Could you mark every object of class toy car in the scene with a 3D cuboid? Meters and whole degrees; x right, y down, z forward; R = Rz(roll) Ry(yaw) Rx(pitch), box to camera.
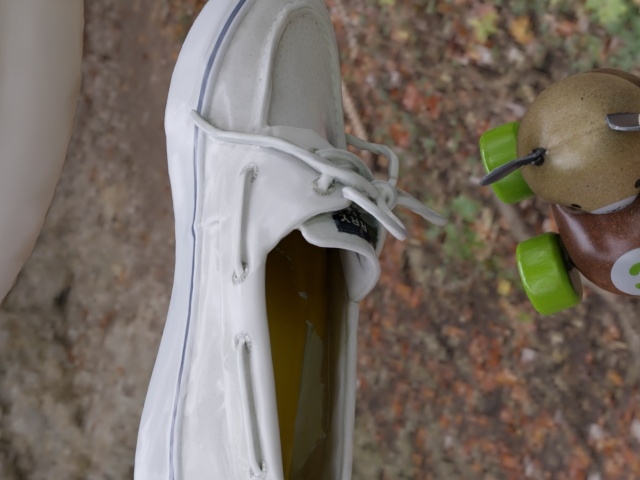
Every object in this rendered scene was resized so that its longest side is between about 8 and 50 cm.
[{"bbox_3d":[0.167,-0.040,0.891,0.155,0.188,0.149,-21,80,19],"label":"toy car"}]

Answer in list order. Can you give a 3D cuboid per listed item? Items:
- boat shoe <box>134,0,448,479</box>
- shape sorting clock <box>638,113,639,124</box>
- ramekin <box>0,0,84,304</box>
[{"bbox_3d":[-0.006,-0.002,0.855,0.156,0.136,0.367,-12,60,40],"label":"boat shoe"},{"bbox_3d":[0.214,0.020,0.695,0.040,0.206,0.206,-42,27,15],"label":"shape sorting clock"},{"bbox_3d":[-0.215,-0.069,0.412,0.135,0.277,0.277,-15,-47,-60],"label":"ramekin"}]
